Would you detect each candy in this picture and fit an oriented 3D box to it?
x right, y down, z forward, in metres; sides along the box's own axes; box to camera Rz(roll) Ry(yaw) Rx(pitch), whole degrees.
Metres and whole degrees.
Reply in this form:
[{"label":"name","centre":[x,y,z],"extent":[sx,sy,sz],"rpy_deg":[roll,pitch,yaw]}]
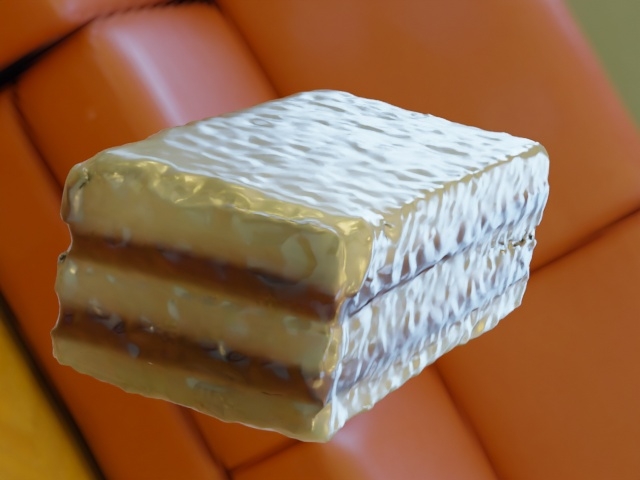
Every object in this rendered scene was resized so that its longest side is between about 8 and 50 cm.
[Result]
[{"label":"candy","centre":[0.000,0.000,1.146],"extent":[0.321,0.179,0.135],"rpy_deg":[-26,129,-59]}]
